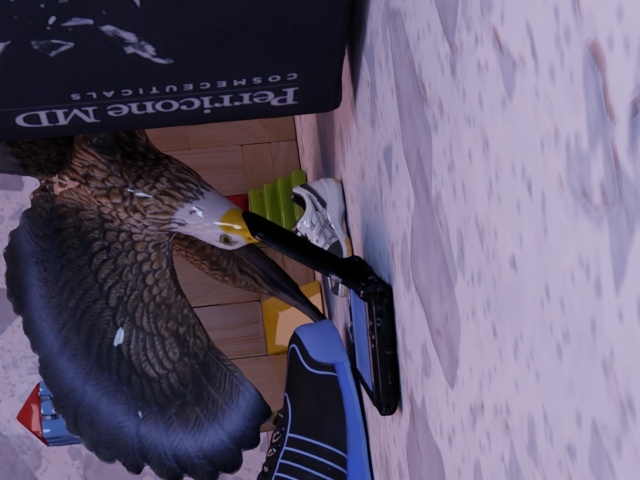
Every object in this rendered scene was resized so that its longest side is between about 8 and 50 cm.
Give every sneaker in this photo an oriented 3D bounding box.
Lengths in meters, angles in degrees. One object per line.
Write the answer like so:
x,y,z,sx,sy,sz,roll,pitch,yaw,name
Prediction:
0.000,0.000,0.933,0.032,0.037,0.083,98,163,-63,sneaker
-0.013,0.163,0.961,0.081,0.091,0.232,94,169,-63,sneaker

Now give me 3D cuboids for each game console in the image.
-0.002,0.038,0.808,0.122,0.071,0.107,-126,31,-81,game console

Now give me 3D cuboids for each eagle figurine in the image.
-0.115,-0.005,1.016,0.225,0.226,0.298,-127,21,-51,eagle figurine

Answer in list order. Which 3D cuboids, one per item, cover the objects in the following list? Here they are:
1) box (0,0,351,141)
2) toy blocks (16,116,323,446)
-0.225,-0.267,0.647,0.471,0.480,0.297,97,167,-69,box
-0.140,0.029,1.271,0.190,0.261,0.381,99,164,-71,toy blocks
